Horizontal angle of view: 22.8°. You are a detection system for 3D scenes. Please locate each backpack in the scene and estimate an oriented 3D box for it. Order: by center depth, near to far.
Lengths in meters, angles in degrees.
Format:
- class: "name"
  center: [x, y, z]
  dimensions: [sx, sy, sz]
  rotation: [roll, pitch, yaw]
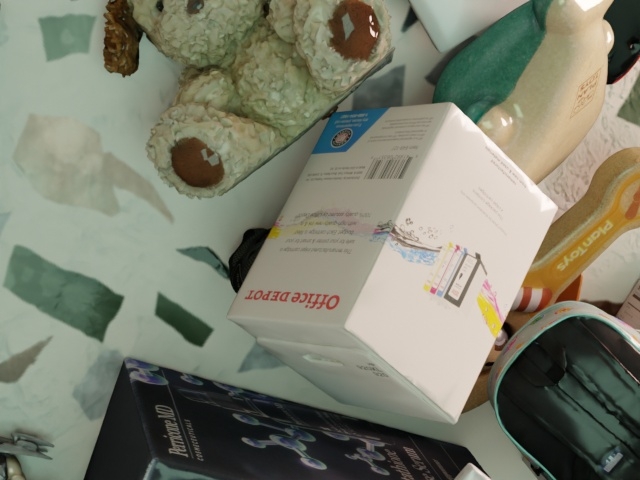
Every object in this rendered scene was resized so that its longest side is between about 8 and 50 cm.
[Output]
- class: "backpack"
  center: [0.254, 0.151, 1.509]
  dimensions: [0.188, 0.144, 0.166]
  rotation: [40, 102, -10]

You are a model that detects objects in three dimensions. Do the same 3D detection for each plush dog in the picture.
- class: "plush dog"
  center: [-0.076, -0.196, 1.468]
  dimensions: [0.262, 0.210, 0.225]
  rotation: [-40, 90, 15]

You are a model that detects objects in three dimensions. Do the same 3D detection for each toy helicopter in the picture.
- class: "toy helicopter"
  center: [0.220, 0.051, 1.592]
  dimensions: [0.355, 0.140, 0.235]
  rotation: [-44, 128, 11]

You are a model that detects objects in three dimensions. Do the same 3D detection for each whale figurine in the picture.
- class: "whale figurine"
  center: [0.191, -0.166, 1.492]
  dimensions: [0.141, 0.272, 0.216]
  rotation: [38, 55, 19]

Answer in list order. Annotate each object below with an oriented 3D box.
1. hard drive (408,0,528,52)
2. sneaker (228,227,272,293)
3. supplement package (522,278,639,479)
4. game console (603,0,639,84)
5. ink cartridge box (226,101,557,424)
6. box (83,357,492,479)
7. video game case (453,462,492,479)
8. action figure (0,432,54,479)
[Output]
- class: "hard drive"
  center: [0.122, -0.358, 1.480]
  dimensions: [0.203, 0.040, 0.308]
  rotation: [-31, 110, 3]
- class: "sneaker"
  center: [0.000, 0.000, 1.574]
  dimensions: [0.227, 0.130, 0.087]
  rotation: [-30, 105, -32]
- class: "supplement package"
  center: [0.347, 0.182, 1.657]
  dimensions: [0.139, 0.134, 0.244]
  rotation: [31, 96, -17]
- class: "game console"
  center: [0.233, -0.385, 1.540]
  dimensions: [0.386, 0.060, 0.342]
  rotation: [31, 102, -16]
- class: "ink cartridge box"
  center: [0.065, 0.020, 1.434]
  dimensions: [0.168, 0.171, 0.233]
  rotation: [40, 67, -32]
- class: "box"
  center: [-0.023, 0.296, 1.526]
  dimensions: [0.395, 0.293, 0.212]
  rotation: [16, 99, -16]
- class: "video game case"
  center: [0.141, 0.295, 1.396]
  dimensions: [0.157, 0.019, 0.143]
  rotation: [40, 92, -17]
- class: "action figure"
  center: [-0.354, 0.291, 1.560]
  dimensions: [0.185, 0.099, 0.285]
  rotation: [9, 99, -9]
